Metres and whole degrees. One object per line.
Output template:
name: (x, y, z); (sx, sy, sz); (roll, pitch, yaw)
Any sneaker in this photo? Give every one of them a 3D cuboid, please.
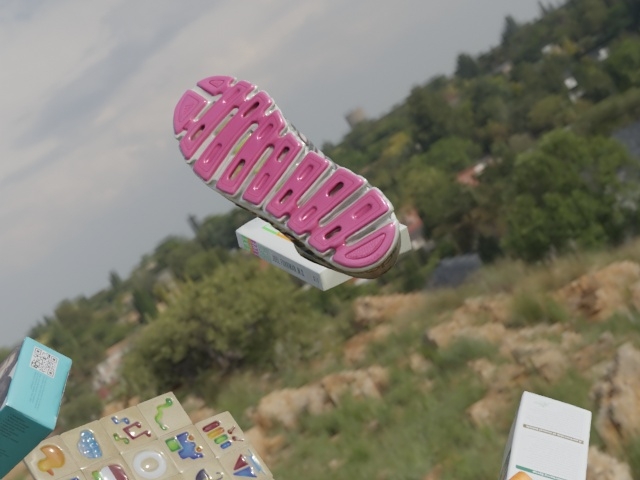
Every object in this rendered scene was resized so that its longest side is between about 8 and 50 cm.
sneaker: (-0.017, -0.031, 0.719); (0.063, 0.170, 0.075); (-50, -26, -5)

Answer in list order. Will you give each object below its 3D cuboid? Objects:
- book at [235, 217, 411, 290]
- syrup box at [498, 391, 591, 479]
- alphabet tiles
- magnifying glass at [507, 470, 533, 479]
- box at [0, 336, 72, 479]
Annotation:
book: (0.000, 0.000, 1.123); (0.096, 0.035, 0.144); (-26, 28, -26)
syrup box: (0.269, 0.292, 1.529); (0.237, 0.096, 0.093); (-57, -19, -62)
alphabet tiles: (-0.209, 0.334, 1.552); (0.342, 0.285, 0.011); (-18, -31, -37)
magnifying glass: (0.122, 0.289, 1.178); (0.231, 0.092, 0.026); (-30, -27, -34)
box: (-0.369, 0.216, 1.372); (0.244, 0.060, 0.100); (-42, 27, 32)
